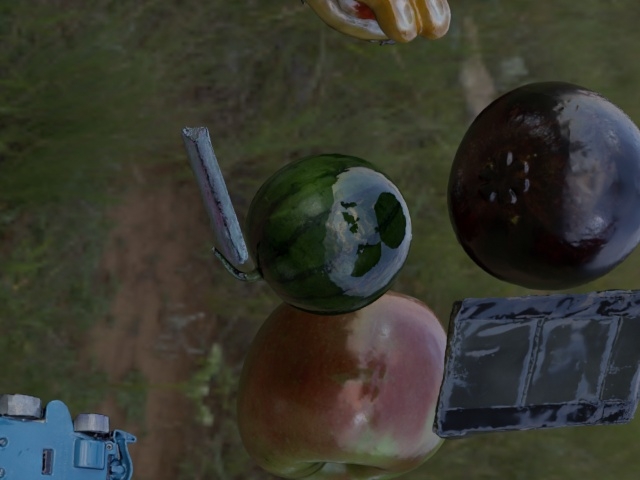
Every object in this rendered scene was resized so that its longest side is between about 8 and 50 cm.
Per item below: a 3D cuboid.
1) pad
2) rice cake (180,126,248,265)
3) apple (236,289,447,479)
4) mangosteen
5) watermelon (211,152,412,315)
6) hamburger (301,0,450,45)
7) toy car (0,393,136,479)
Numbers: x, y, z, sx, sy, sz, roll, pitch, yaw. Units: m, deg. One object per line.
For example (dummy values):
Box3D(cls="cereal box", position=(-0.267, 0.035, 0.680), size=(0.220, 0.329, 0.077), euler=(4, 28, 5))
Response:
Box3D(cls="pad", position=(0.233, 0.126, 1.402), size=(0.022, 0.233, 0.174), euler=(-118, -152, -58))
Box3D(cls="rice cake", position=(-0.146, -0.062, 1.885), size=(0.033, 0.033, 0.208), euler=(-34, 112, -46))
Box3D(cls="apple", position=(0.038, 0.199, 1.937), size=(0.319, 0.319, 0.277), euler=(41, 45, -60))
Box3D(cls="mangosteen", position=(0.273, -0.053, 1.518), size=(0.261, 0.235, 0.235), euler=(8, 86, -51))
Box3D(cls="watermelon", position=(0.000, 0.000, 1.550), size=(0.188, 0.214, 0.188), euler=(55, -1, 1))
Box3D(cls="hamburger", position=(0.097, -0.435, 2.085), size=(0.186, 0.261, 0.303), euler=(154, -64, -69))
Box3D(cls="toy car", position=(-0.273, 0.223, 1.351), size=(0.161, 0.098, 0.126), euler=(10, 71, -32))
